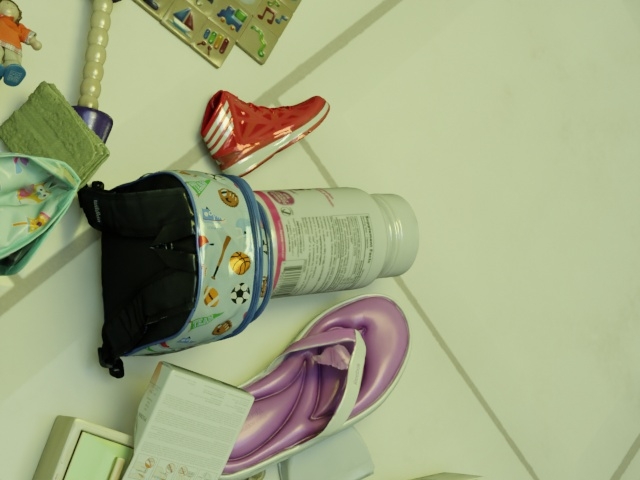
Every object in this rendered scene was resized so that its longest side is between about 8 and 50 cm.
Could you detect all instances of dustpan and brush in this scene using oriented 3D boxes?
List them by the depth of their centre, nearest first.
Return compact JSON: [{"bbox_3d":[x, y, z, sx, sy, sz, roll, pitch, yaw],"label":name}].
[{"bbox_3d":[-0.014,0.281,1.356,0.147,0.060,0.211,-19,99,-21],"label":"dustpan and brush"}]

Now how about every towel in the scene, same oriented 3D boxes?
[{"bbox_3d":[-0.352,-0.127,1.158,0.110,0.027,0.148,-43,77,7],"label":"towel"}]

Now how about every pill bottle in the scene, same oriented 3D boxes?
[{"bbox_3d":[0.000,0.000,1.339,0.283,0.160,0.161,-4,85,-34],"label":"pill bottle"}]

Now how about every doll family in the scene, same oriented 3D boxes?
[{"bbox_3d":[-0.488,-0.254,1.087,0.262,0.118,0.163,12,46,-33],"label":"doll family"}]

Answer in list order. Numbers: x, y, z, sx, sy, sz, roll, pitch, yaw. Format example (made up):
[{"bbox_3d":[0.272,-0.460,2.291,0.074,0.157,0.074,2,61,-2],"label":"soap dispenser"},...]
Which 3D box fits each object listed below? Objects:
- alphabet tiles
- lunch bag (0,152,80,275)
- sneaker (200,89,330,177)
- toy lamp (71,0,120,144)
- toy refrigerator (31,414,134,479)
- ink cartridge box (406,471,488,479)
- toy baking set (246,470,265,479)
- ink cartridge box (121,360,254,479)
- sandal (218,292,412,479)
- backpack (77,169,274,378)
[{"bbox_3d":[-0.150,-0.454,1.405,0.285,0.011,0.343,37,65,-22],"label":"alphabet tiles"},{"bbox_3d":[-0.433,-0.025,1.031,0.262,0.223,0.160,-23,101,-35],"label":"lunch bag"},{"bbox_3d":[-0.089,-0.198,1.360,0.221,0.087,0.128,-41,106,-32],"label":"sneaker"},{"bbox_3d":[-0.317,-0.240,1.228,0.080,0.080,0.275,14,72,-30],"label":"toy lamp"},{"bbox_3d":[-0.325,0.367,1.114,0.102,0.094,0.270,27,68,-26],"label":"toy refrigerator"},{"bbox_3d":[0.134,0.489,1.373,0.282,0.117,0.207,-1,83,-32],"label":"ink cartridge box"},{"bbox_3d":[-0.117,0.435,1.267,0.196,0.030,0.256,-39,103,-27],"label":"toy baking set"},{"bbox_3d":[-0.184,0.264,1.166,0.145,0.045,0.179,28,87,-37],"label":"ink cartridge box"},{"bbox_3d":[-0.010,0.213,1.294,0.416,0.102,0.169,-36,78,-26],"label":"sandal"},{"bbox_3d":[-0.178,0.029,1.160,0.213,0.263,0.277,-6,85,-33],"label":"backpack"}]
